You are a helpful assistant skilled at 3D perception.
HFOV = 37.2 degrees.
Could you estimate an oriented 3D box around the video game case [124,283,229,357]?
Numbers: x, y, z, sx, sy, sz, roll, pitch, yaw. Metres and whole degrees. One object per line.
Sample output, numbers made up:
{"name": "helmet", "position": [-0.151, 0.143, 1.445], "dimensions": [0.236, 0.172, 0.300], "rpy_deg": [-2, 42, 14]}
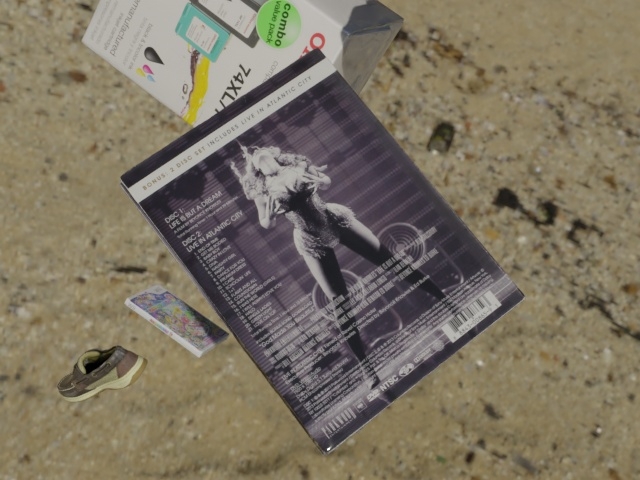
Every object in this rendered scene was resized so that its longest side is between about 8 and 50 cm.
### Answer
{"name": "video game case", "position": [-0.186, 0.103, 1.243], "dimensions": [0.122, 0.011, 0.087], "rpy_deg": [34, 19, 10]}

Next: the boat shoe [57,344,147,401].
{"name": "boat shoe", "position": [-0.266, 0.152, 1.127], "dimensions": [0.049, 0.152, 0.056], "rpy_deg": [52, 39, -21]}

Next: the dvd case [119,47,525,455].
{"name": "dvd case", "position": [0.000, 0.000, 0.617], "dimensions": [0.164, 0.018, 0.221], "rpy_deg": [-36, 79, -14]}

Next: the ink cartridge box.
{"name": "ink cartridge box", "position": [-0.084, -0.240, 1.099], "dimensions": [0.270, 0.198, 0.197], "rpy_deg": [37, 25, 8]}
